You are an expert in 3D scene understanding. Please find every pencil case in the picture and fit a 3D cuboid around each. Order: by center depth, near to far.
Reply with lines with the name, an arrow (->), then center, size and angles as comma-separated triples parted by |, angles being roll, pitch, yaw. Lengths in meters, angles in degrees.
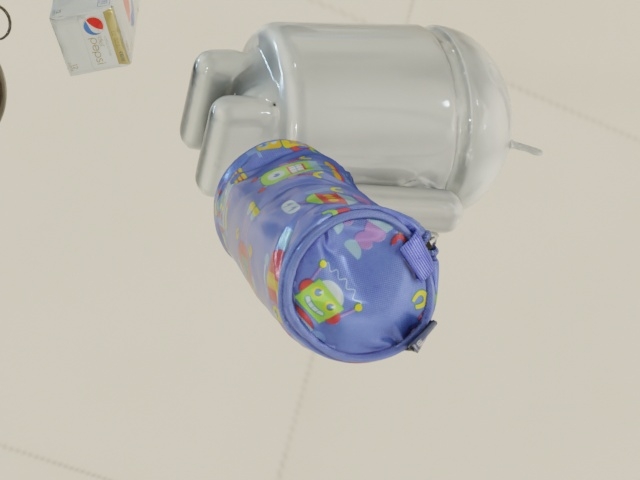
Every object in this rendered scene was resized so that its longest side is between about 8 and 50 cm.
pencil case -> 0.000, 0.000, 1.174 | 0.133, 0.306, 0.119 | -24, 108, -8

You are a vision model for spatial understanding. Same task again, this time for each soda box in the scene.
soda box -> -0.233, -0.265, 1.564 | 0.069, 0.074, 0.216 | -9, 39, 6

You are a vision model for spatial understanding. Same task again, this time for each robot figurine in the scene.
robot figurine -> 0.043, -0.119, 1.487 | 0.353, 0.200, 0.300 | -1, 48, -20

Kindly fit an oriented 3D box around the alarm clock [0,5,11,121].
alarm clock -> -0.379, -0.169, 1.526 | 0.129, 0.064, 0.192 | 44, 64, -31
